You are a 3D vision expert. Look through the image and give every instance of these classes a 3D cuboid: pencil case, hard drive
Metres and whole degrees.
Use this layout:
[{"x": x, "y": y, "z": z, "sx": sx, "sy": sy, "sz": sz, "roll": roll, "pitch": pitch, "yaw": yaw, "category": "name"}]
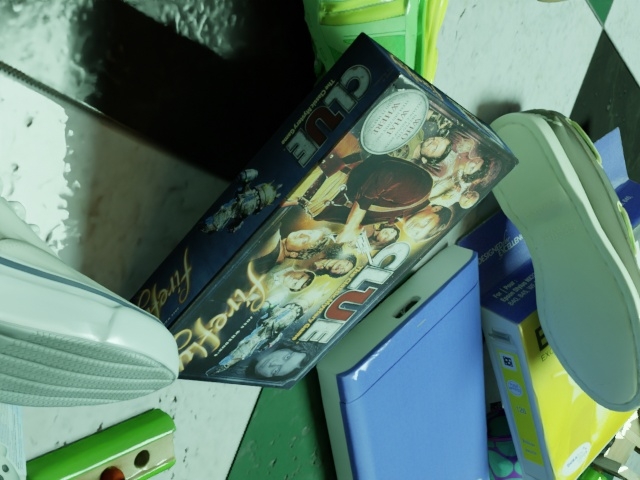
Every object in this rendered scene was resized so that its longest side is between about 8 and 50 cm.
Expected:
[{"x": 0.226, "y": 0.272, "z": 1.011, "sx": 0.064, "sy": 0.070, "sz": 0.152, "roll": -79, "pitch": 160, "yaw": -57, "category": "pencil case"}, {"x": 0.096, "y": 0.191, "z": 0.836, "sx": 0.210, "sy": 0.040, "sz": 0.319, "roll": -37, "pitch": 131, "yaw": -36, "category": "hard drive"}]

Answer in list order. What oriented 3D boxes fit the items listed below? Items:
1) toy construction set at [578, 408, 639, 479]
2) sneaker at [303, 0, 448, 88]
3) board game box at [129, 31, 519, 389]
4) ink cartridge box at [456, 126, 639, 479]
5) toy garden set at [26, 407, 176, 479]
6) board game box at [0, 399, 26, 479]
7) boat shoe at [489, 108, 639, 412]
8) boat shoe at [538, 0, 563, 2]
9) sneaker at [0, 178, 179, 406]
[{"x": 0.514, "y": 0.303, "z": 1.209, "sx": 0.237, "sy": 0.309, "sz": 0.257, "roll": -52, "pitch": 131, "yaw": -16, "category": "toy construction set"}, {"x": 0.024, "y": -0.168, "z": 0.564, "sx": 0.123, "sy": 0.109, "sz": 0.296, "roll": 10, "pitch": 107, "yaw": -18, "category": "sneaker"}, {"x": 0.000, "y": 0.000, "z": 0.542, "sx": 0.243, "sy": 0.042, "sz": 0.165, "roll": -47, "pitch": 146, "yaw": 18, "category": "board game box"}, {"x": 0.305, "y": 0.072, "z": 0.945, "sx": 0.303, "sy": 0.072, "sz": 0.307, "roll": -33, "pitch": 118, "yaw": -31, "category": "ink cartridge box"}, {"x": -0.170, "y": 0.256, "z": 0.528, "sx": 0.203, "sy": 0.049, "sz": 0.244, "roll": -16, "pitch": 118, "yaw": -47, "category": "toy garden set"}, {"x": -0.190, "y": 0.089, "z": 0.414, "sx": 0.090, "sy": 0.020, "sz": 0.090, "roll": 28, "pitch": 42, "yaw": -53, "category": "board game box"}, {"x": 0.258, "y": 0.013, "z": 0.816, "sx": 0.091, "sy": 0.109, "sz": 0.305, "roll": -19, "pitch": 86, "yaw": -43, "category": "boat shoe"}, {"x": 0.134, "y": -0.298, "z": 0.635, "sx": 0.285, "sy": 0.102, "sz": 0.092, "roll": 33, "pitch": 54, "yaw": -39, "category": "boat shoe"}, {"x": -0.158, "y": 0.013, "z": 0.399, "sx": 0.258, "sy": 0.094, "sz": 0.091, "roll": 39, "pitch": 34, "yaw": -54, "category": "sneaker"}]
